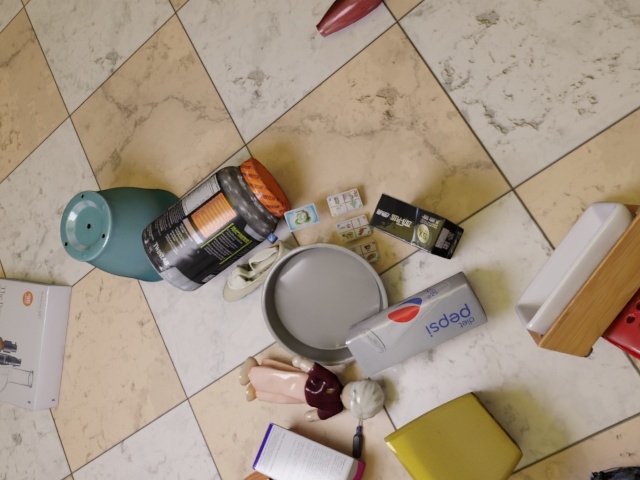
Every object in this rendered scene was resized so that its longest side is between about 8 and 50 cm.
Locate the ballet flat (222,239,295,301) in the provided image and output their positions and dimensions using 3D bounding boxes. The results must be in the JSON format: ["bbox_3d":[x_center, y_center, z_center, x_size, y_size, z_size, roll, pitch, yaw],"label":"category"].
[{"bbox_3d":[-0.172,0.075,1.437,0.248,0.086,0.086,-32,72,18],"label":"ballet flat"}]

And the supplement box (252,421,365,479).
[{"bbox_3d":[-0.025,0.514,1.292,0.220,0.111,0.114,12,68,27],"label":"supplement box"}]

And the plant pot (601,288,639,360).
[{"bbox_3d":[0.620,0.144,0.989,0.191,0.191,0.174,34,94,25],"label":"plant pot"}]

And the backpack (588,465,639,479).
[{"bbox_3d":[0.530,0.512,0.956,0.213,0.263,0.277,-15,74,30],"label":"backpack"}]

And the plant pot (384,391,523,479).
[{"bbox_3d":[0.280,0.417,1.128,0.187,0.212,0.212,-41,69,4],"label":"plant pot"}]

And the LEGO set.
[{"bbox_3d":[0.000,0.000,1.362,0.244,0.060,0.182,-19,84,0],"label":"LEGO set"}]

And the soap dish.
[{"bbox_3d":[0.493,0.068,1.046,0.118,0.229,0.291,35,101,8],"label":"soap dish"}]

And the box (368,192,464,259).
[{"bbox_3d":[0.207,-0.027,1.209,0.147,0.180,0.078,26,96,25],"label":"box"}]

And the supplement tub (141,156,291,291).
[{"bbox_3d":[-0.254,-0.042,1.409,0.338,0.207,0.207,-35,71,10],"label":"supplement tub"}]

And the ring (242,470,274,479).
[{"bbox_3d":[-0.089,0.718,1.365,0.336,0.032,0.337,-2,84,25],"label":"ring"}]

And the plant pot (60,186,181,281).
[{"bbox_3d":[-0.536,-0.027,1.531,0.271,0.255,0.272,-3,83,25],"label":"plant pot"}]

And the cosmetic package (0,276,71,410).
[{"bbox_3d":[-0.936,0.315,1.784,0.284,0.097,0.377,4,87,24],"label":"cosmetic package"}]

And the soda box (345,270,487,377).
[{"bbox_3d":[0.200,0.179,1.208,0.286,0.091,0.098,-28,99,13],"label":"soda box"}]

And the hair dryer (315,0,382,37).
[{"bbox_3d":[0.076,-0.638,1.409,0.223,0.080,0.294,26,91,42],"label":"hair dryer"}]

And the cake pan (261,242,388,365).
[{"bbox_3d":[0.011,0.143,1.307,0.293,0.054,0.293,2,103,10],"label":"cake pan"}]

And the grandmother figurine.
[{"bbox_3d":[-0.019,0.341,1.314,0.342,0.208,0.104,4,46,24],"label":"grandmother figurine"}]

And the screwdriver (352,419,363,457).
[{"bbox_3d":[0.093,0.416,1.317,0.024,0.025,0.170,2,77,27],"label":"screwdriver"}]
